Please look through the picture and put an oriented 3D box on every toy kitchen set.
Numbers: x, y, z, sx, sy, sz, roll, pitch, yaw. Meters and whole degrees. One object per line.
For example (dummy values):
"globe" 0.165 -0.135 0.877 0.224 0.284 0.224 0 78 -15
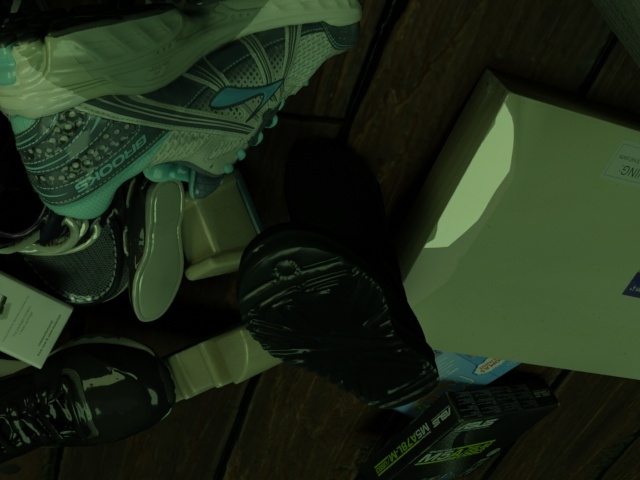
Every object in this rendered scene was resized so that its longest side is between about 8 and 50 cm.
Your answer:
"toy kitchen set" -0.099 0.045 0.814 0.122 0.166 0.207 -20 176 -42

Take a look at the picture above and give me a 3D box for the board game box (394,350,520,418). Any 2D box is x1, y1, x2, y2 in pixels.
"board game box" 0.110 0.123 0.986 0.160 0.039 0.211 -38 132 23

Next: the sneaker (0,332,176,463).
"sneaker" -0.267 0.163 0.786 0.283 0.124 0.107 -10 108 19

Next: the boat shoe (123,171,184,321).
"boat shoe" -0.137 0.003 0.711 0.046 0.038 0.125 -17 122 -44

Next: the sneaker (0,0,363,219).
"sneaker" -0.078 -0.097 0.569 0.283 0.110 0.122 -26 121 -43

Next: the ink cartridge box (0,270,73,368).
"ink cartridge box" -0.278 0.048 0.721 0.135 0.056 0.099 30 167 -17

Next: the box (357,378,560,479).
"box" 0.168 0.240 1.086 0.190 0.045 0.184 3 141 -41

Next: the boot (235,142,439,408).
"boot" 0.000 0.000 0.698 0.094 0.207 0.246 -29 141 15

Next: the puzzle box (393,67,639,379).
"puzzle box" 0.270 0.010 0.872 0.408 0.052 0.272 11 121 -26

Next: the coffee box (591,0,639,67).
"coffee box" 0.284 -0.245 0.427 0.337 0.338 0.334 -29 136 15

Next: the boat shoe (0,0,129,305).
"boat shoe" -0.211 -0.026 0.647 0.127 0.158 0.341 -14 137 -2
